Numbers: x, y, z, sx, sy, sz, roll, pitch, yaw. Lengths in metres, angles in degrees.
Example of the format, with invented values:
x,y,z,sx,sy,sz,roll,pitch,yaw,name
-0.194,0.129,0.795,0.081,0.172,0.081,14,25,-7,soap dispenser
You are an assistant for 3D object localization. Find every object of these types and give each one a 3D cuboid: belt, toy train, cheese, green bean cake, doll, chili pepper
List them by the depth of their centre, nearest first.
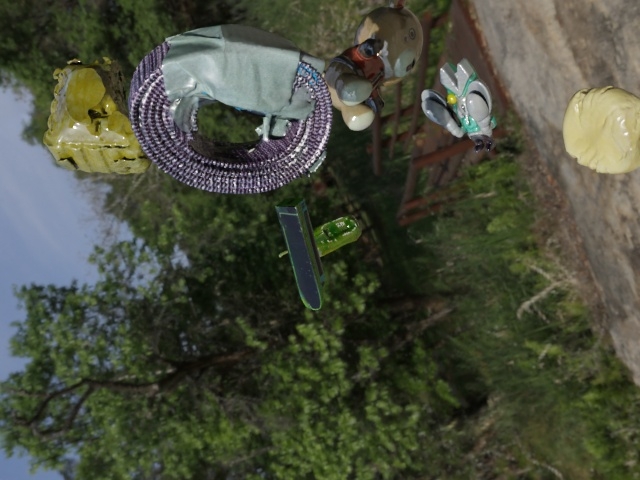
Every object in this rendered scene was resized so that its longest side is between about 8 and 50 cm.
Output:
x,y,z,sx,sy,sz,roll,pitch,yaw,name
-0.140,-0.206,1.104,0.122,0.324,0.260,-111,33,-53,belt
-0.027,0.024,1.230,0.042,0.044,0.209,-46,-50,-48,toy train
0.001,0.003,1.617,0.073,0.203,0.072,74,169,-58,chili pepper
0.120,-0.419,1.647,0.174,0.330,0.235,28,155,30,doll
0.687,-0.269,1.668,0.214,0.117,0.226,25,143,52,cheese
0.398,-0.353,1.838,0.258,0.195,0.153,43,-131,-5,doll
-0.585,-0.348,1.868,0.202,0.284,0.310,90,179,-73,green bean cake
